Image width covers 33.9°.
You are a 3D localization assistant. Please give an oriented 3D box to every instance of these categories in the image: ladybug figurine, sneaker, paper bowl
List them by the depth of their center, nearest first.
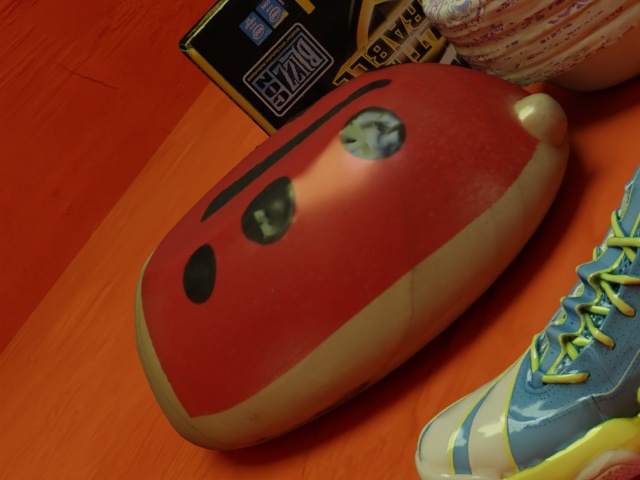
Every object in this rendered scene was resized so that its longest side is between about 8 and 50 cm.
[{"bbox_3d":[0.138,0.023,0.456,0.240,0.126,0.091,-24,11,5],"label":"sneaker"},{"bbox_3d":[0.233,-0.235,0.856,0.284,0.148,0.284,-42,18,17],"label":"paper bowl"},{"bbox_3d":[0.000,0.000,0.861,0.449,0.162,0.305,-36,20,30],"label":"ladybug figurine"}]

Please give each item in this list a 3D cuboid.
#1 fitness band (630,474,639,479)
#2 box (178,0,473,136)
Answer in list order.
[{"bbox_3d":[0.089,0.181,0.438,0.209,0.054,0.291,-50,19,-12],"label":"fitness band"},{"bbox_3d":[0.058,-0.219,1.048,0.322,0.257,0.079,-47,17,-2],"label":"box"}]
